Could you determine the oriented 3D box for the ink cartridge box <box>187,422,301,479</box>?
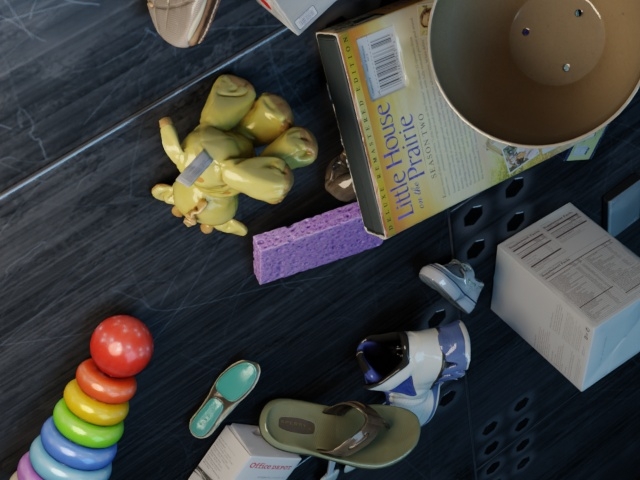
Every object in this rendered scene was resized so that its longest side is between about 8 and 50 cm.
[{"bbox_3d":[-0.153,0.436,1.953,0.148,0.086,0.203,16,114,-50],"label":"ink cartridge box"}]

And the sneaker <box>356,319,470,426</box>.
[{"bbox_3d":[0.144,0.244,2.037,0.182,0.127,0.315,3,146,-14],"label":"sneaker"}]

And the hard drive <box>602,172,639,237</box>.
[{"bbox_3d":[0.632,-0.069,2.273,0.094,0.022,0.135,-35,143,-14],"label":"hard drive"}]

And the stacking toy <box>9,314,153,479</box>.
[{"bbox_3d":[-0.337,0.254,1.570,0.141,0.141,0.330,6,115,-47],"label":"stacking toy"}]

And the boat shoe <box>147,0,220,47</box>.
[{"bbox_3d":[-0.106,-0.360,1.185,0.116,0.123,0.324,-12,135,-40],"label":"boat shoe"}]

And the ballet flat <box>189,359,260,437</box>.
[{"bbox_3d":[-0.159,0.260,1.814,0.168,0.057,0.052,-47,172,10],"label":"ballet flat"}]

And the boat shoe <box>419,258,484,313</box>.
[{"bbox_3d":[0.245,0.068,1.998,0.076,0.083,0.226,-57,156,-3],"label":"boat shoe"}]

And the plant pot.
[{"bbox_3d":[0.303,-0.271,1.452,0.284,0.284,0.191,-58,168,18],"label":"plant pot"}]

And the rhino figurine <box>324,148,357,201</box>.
[{"bbox_3d":[0.102,-0.099,1.681,0.243,0.073,0.106,4,141,-47],"label":"rhino figurine"}]

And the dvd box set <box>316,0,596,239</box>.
[{"bbox_3d":[0.213,-0.222,1.577,0.420,0.062,0.308,-26,114,-24],"label":"dvd box set"}]

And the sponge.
[{"bbox_3d":[0.000,0.000,1.655,0.210,0.031,0.117,-19,153,-12],"label":"sponge"}]

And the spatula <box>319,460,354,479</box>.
[{"bbox_3d":[0.071,0.426,2.173,0.168,0.019,0.242,-25,156,-16],"label":"spatula"}]

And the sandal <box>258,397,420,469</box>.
[{"bbox_3d":[0.042,0.339,1.935,0.302,0.120,0.086,7,153,-18],"label":"sandal"}]

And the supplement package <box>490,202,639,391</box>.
[{"bbox_3d":[0.496,0.106,2.107,0.198,0.262,0.199,-29,142,-22],"label":"supplement package"}]

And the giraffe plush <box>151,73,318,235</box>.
[{"bbox_3d":[-0.128,-0.085,1.418,0.210,0.181,0.170,-33,166,-32],"label":"giraffe plush"}]

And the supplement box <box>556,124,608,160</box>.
[{"bbox_3d":[0.463,-0.194,1.955,0.083,0.056,0.083,-7,130,-40],"label":"supplement box"}]

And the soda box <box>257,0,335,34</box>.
[{"bbox_3d":[0.032,-0.388,1.306,0.286,0.098,0.091,-44,142,-2],"label":"soda box"}]
